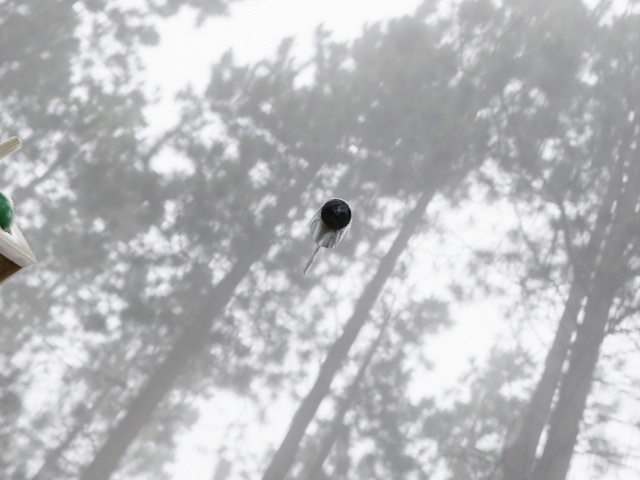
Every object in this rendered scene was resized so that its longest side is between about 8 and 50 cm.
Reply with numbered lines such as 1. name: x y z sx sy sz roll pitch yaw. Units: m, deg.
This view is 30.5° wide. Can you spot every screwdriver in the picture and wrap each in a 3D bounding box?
1. screwdriver: 0.000 0.000 0.754 0.024 0.025 0.170 14 -10 -4

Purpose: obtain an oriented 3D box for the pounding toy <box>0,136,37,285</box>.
1. pounding toy: -0.262 -0.014 0.801 0.100 0.141 0.130 57 -5 12
